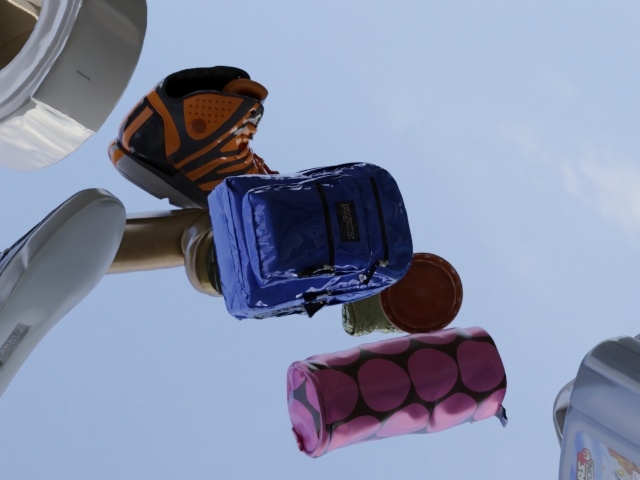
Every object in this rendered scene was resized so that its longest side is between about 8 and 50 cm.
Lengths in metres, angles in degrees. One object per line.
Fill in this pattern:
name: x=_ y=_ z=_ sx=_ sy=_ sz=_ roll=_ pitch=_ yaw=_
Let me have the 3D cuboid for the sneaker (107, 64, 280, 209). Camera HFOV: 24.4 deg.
sneaker: x=-0.092 y=-0.101 z=1.864 sx=0.321 sy=0.180 sz=0.124 roll=27 pitch=-160 yaw=-31

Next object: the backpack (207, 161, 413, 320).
backpack: x=0.000 y=0.000 z=0.956 sx=0.120 sy=0.101 sz=0.098 roll=-7 pitch=-92 yaw=-19

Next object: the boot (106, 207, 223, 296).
boot: x=-0.206 y=0.017 z=1.756 sx=0.236 sy=0.270 sz=0.089 roll=-36 pitch=-59 yaw=-69

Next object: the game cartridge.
game cartridge: x=0.273 y=0.238 z=1.207 sx=0.062 sy=0.297 sz=0.198 roll=-15 pitch=-156 yaw=-31

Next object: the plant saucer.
plant saucer: x=0.100 y=0.053 z=1.469 sx=0.084 sy=0.013 sz=0.083 roll=-2 pitch=-101 yaw=9

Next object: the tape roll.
tape roll: x=-0.331 y=-0.224 z=1.692 sx=0.100 sy=0.286 sz=0.286 roll=32 pitch=-141 yaw=-45

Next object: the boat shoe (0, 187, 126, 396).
boat shoe: x=-0.326 y=0.055 z=1.544 sx=0.105 sy=0.306 sz=0.113 roll=43 pitch=-167 yaw=32

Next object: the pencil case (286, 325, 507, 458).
pencil case: x=0.066 y=0.139 z=1.325 sx=0.209 sy=0.098 sz=0.095 roll=-5 pitch=-134 yaw=-29

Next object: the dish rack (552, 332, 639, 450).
dish rack: x=0.372 y=0.218 z=1.557 sx=0.072 sy=0.333 sz=0.285 roll=4 pitch=-122 yaw=-33

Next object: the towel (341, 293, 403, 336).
towel: x=0.058 y=0.037 z=1.710 sx=0.110 sy=0.027 sz=0.148 roll=0 pitch=-99 yaw=-48
